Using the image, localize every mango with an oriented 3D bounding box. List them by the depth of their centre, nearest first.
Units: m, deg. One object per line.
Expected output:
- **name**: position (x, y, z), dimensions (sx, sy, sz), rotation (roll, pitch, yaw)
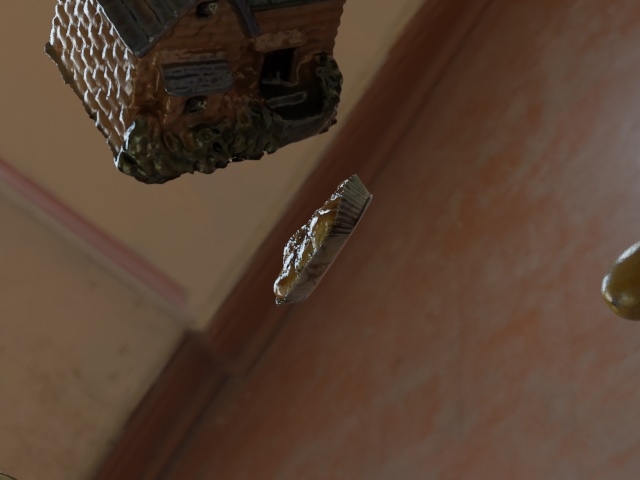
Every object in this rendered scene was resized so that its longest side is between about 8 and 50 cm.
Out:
- **mango**: position (0.491, 0.039, 2.036), dimensions (0.228, 0.136, 0.099), rotation (-16, 56, -10)

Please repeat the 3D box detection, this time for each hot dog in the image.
- **hot dog**: position (0.000, 0.000, 1.696), dimensions (0.191, 0.059, 0.108), rotation (-54, 5, 45)

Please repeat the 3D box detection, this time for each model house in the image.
- **model house**: position (-0.069, -0.163, 0.998), dimensions (0.166, 0.183, 0.172), rotation (52, 141, 36)

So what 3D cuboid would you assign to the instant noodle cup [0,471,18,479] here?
- **instant noodle cup**: position (-0.372, 0.356, 1.563), dimensions (0.213, 0.213, 0.174), rotation (-83, 2, -53)
